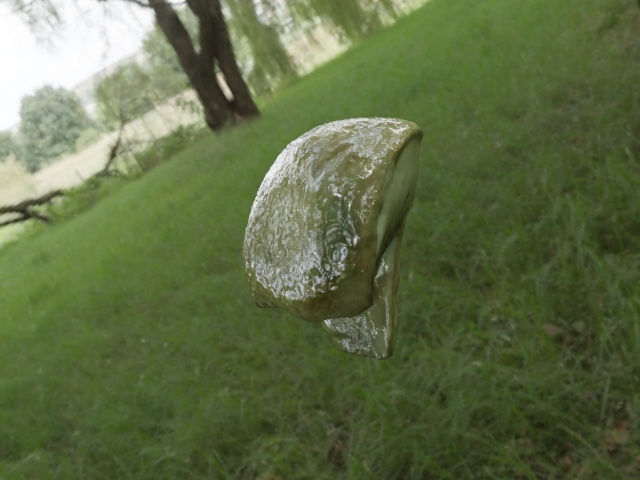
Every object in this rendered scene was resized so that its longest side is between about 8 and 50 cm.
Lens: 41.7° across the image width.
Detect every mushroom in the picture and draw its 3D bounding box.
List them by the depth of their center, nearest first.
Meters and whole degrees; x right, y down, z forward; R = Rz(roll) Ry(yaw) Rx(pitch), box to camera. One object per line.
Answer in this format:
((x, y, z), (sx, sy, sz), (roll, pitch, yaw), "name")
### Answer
((-0.007, -0.007, 1.017), (0.217, 0.292, 0.212), (7, 11, 17), "mushroom")
